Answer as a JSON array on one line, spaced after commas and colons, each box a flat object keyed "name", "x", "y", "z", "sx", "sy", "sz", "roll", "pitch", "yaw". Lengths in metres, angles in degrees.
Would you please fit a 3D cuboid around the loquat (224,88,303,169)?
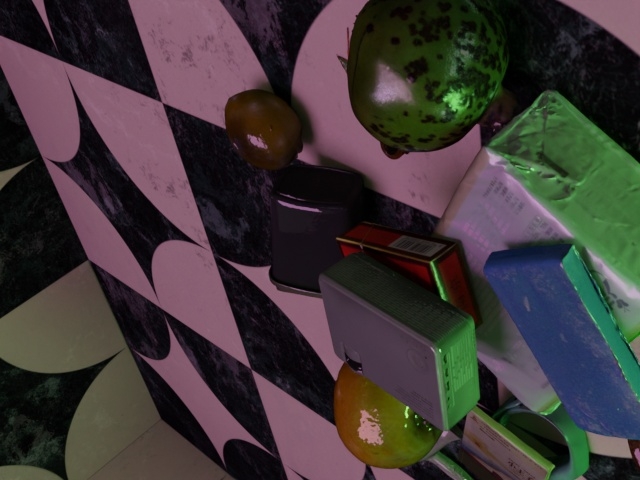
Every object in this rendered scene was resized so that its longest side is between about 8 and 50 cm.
[{"name": "loquat", "x": -0.120, "y": -0.230, "z": 1.731, "sx": 0.195, "sy": 0.152, "sz": 0.152, "roll": 34, "pitch": 148, "yaw": 13}]

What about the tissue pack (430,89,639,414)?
[{"name": "tissue pack", "x": 0.344, "y": 0.033, "z": 1.287, "sx": 0.332, "sy": 0.205, "sz": 0.405, "roll": 44, "pitch": 150, "yaw": 15}]

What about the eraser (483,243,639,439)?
[{"name": "eraser", "x": 0.347, "y": 0.143, "z": 1.148, "sx": 0.144, "sy": 0.042, "sz": 0.312, "roll": -8, "pitch": 120, "yaw": 55}]

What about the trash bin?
[{"name": "trash bin", "x": 0.000, "y": 0.000, "z": 1.753, "sx": 0.209, "sy": 0.182, "sz": 0.290, "roll": 10, "pitch": 130, "yaw": 17}]

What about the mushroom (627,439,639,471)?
[{"name": "mushroom", "x": 0.597, "y": 0.326, "z": 1.347, "sx": 0.194, "sy": 0.138, "sz": 0.231, "roll": 16, "pitch": 126, "yaw": 66}]

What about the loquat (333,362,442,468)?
[{"name": "loquat", "x": 0.146, "y": 0.352, "z": 1.863, "sx": 0.275, "sy": 0.275, "sz": 0.275, "roll": 36, "pitch": 148, "yaw": 27}]

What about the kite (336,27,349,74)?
[{"name": "kite", "x": 0.099, "y": -0.293, "z": 1.480, "sx": 0.198, "sy": 0.006, "sz": 0.244, "roll": 36, "pitch": 147, "yaw": 28}]

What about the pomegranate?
[{"name": "pomegranate", "x": 0.162, "y": -0.244, "z": 1.213, "sx": 0.270, "sy": 0.254, "sz": 0.254, "roll": 35, "pitch": 152, "yaw": -5}]

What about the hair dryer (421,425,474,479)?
[{"name": "hair dryer", "x": 0.329, "y": 0.537, "z": 2.048, "sx": 0.237, "sy": 0.075, "sz": 0.206, "roll": 44, "pitch": 145, "yaw": -1}]

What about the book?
[{"name": "book", "x": 0.378, "y": 0.461, "z": 1.767, "sx": 0.201, "sy": 0.026, "sz": 0.289, "roll": 37, "pitch": 155, "yaw": 27}]

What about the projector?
[{"name": "projector", "x": 0.123, "y": 0.148, "z": 1.297, "sx": 0.256, "sy": 0.099, "sz": 0.192, "roll": 30, "pitch": 142, "yaw": 41}]

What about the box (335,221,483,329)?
[{"name": "box", "x": 0.138, "y": 0.062, "z": 1.360, "sx": 0.240, "sy": 0.074, "sz": 0.153, "roll": 16, "pitch": 137, "yaw": 54}]

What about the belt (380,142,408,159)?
[{"name": "belt", "x": 0.137, "y": -0.181, "z": 1.522, "sx": 0.059, "sy": 0.036, "sz": 0.083, "roll": 40, "pitch": 151, "yaw": 18}]

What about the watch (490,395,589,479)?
[{"name": "watch", "x": 0.434, "y": 0.401, "z": 1.718, "sx": 0.195, "sy": 0.068, "sz": 0.237, "roll": 52, "pitch": 151, "yaw": 2}]
